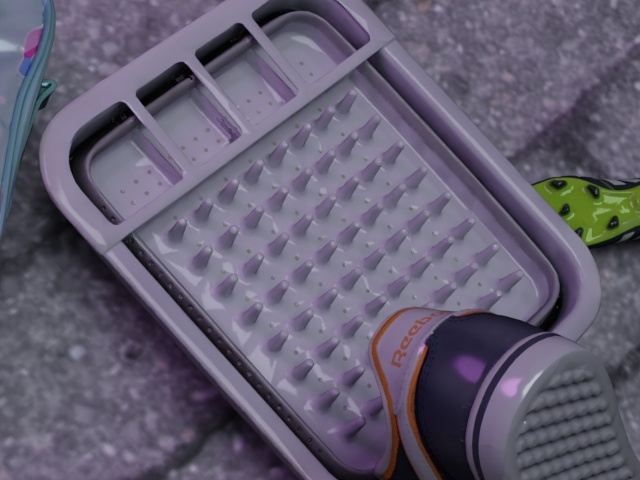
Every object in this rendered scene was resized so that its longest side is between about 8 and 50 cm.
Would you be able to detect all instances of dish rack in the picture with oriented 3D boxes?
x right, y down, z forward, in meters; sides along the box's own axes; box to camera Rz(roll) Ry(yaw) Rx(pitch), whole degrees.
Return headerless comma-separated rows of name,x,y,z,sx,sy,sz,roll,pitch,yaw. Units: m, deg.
dish rack,0.000,0.000,1.016,0.333,0.072,0.285,47,57,5

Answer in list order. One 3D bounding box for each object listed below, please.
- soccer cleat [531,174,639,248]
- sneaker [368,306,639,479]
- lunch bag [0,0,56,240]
soccer cleat,0.218,-0.019,1.121,0.179,0.072,0.060,-9,69,-2
sneaker,0.120,0.152,0.907,0.127,0.321,0.126,24,58,40
lunch bag,-0.281,-0.079,0.921,0.224,0.108,0.279,15,61,-14
